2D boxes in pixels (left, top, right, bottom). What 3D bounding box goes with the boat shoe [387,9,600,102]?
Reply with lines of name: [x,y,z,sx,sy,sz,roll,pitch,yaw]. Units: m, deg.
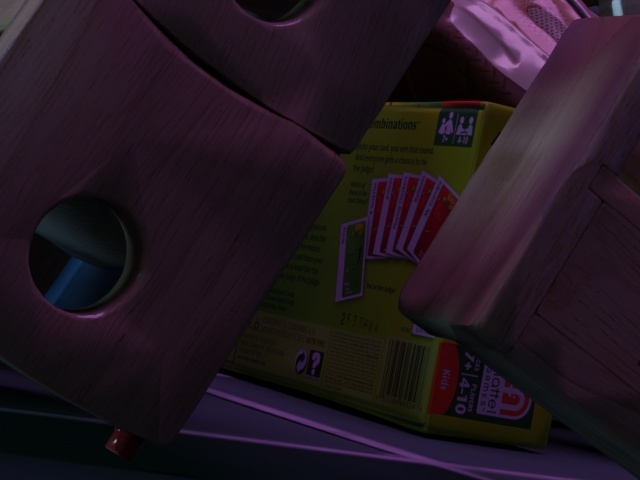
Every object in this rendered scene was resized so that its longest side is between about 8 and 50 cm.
boat shoe: [0.114,-0.024,0.714,0.257,0.095,0.095,44,12,-3]

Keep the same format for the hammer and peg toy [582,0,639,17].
hammer and peg toy: [0.175,-0.047,0.912,0.127,0.266,0.361,-12,-13,31]

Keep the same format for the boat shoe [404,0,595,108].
boat shoe: [0.109,-0.014,0.614,0.072,0.190,0.068,-32,-14,-22]

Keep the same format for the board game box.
board game box: [0.012,0.004,0.623,0.043,0.092,0.181,12,-1,-29]

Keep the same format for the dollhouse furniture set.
dollhouse furniture set: [0.000,0.000,0.422,0.183,0.129,0.129,37,-11,-21]
